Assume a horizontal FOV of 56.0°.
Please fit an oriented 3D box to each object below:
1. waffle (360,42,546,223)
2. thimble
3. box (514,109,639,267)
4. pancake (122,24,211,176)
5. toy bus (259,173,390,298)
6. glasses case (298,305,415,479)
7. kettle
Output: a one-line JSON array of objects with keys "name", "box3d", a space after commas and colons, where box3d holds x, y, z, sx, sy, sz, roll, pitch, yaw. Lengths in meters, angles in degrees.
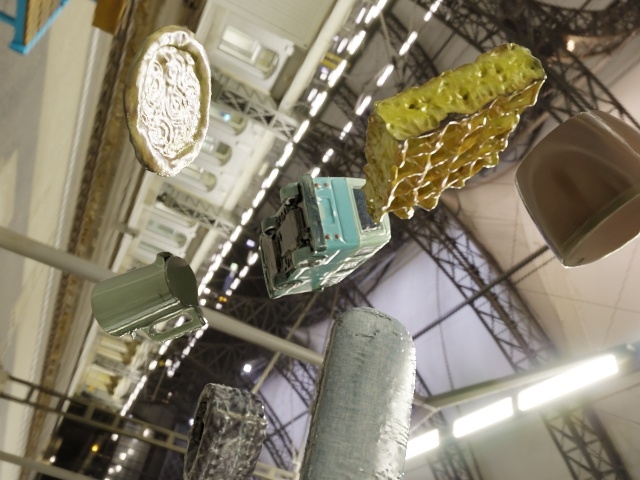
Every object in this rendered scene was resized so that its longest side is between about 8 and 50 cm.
[{"name": "waffle", "box3d": [0.121, -0.091, 0.610, 0.160, 0.055, 0.211, -27, 160, -10]}, {"name": "thimble", "box3d": [-0.102, 0.205, 0.626, 0.095, 0.066, 0.104, -111, -140, -62]}, {"name": "box", "box3d": [0.549, -0.109, 1.210, 0.216, 0.301, 0.301, 58, -46, 26]}, {"name": "pancake", "box3d": [-0.243, -0.221, 0.990, 0.250, 0.031, 0.250, 10, 90, -74]}, {"name": "toy bus", "box3d": [0.000, 0.000, 1.013, 0.271, 0.164, 0.133, 133, -51, -62]}, {"name": "glasses case", "box3d": [0.046, 0.195, 0.672, 0.067, 0.109, 0.282, 116, -9, -45]}, {"name": "kettle", "box3d": [-0.277, 0.100, 0.974, 0.098, 0.148, 0.127, 24, 48, -68]}]
